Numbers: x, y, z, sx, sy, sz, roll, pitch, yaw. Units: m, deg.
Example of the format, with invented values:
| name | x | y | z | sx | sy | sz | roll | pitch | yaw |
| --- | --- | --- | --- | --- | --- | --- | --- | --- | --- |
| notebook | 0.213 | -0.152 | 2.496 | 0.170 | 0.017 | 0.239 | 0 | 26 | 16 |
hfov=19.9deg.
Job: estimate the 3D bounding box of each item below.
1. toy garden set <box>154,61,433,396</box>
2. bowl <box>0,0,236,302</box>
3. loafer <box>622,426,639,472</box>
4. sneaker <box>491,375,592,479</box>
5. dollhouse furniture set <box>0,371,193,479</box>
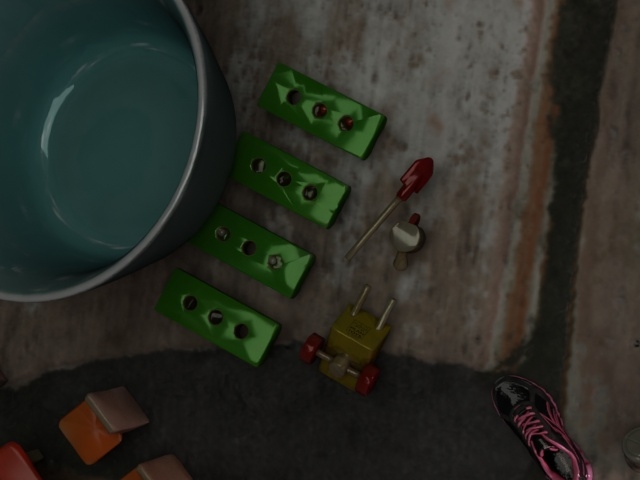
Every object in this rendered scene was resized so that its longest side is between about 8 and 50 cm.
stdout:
| name | x | y | z | sx | sy | sz | roll | pitch | yaw |
| --- | --- | --- | --- | --- | --- | --- | --- | --- | --- |
| toy garden set | 0.000 | 0.000 | 1.594 | 0.204 | 0.049 | 0.244 | 28 | 93 | 13 |
| bowl | -0.196 | -0.091 | 1.558 | 0.311 | 0.163 | 0.311 | -5 | 79 | 24 |
| loafer | 0.316 | 0.170 | 1.528 | 0.125 | 0.039 | 0.045 | -9 | 53 | 9 |
| sneaker | 0.187 | 0.164 | 1.542 | 0.047 | 0.057 | 0.119 | -40 | 80 | 10 |
| dollhouse furniture set | -0.288 | 0.214 | 1.600 | 0.262 | 0.135 | 0.259 | -38 | 81 | 8 |
